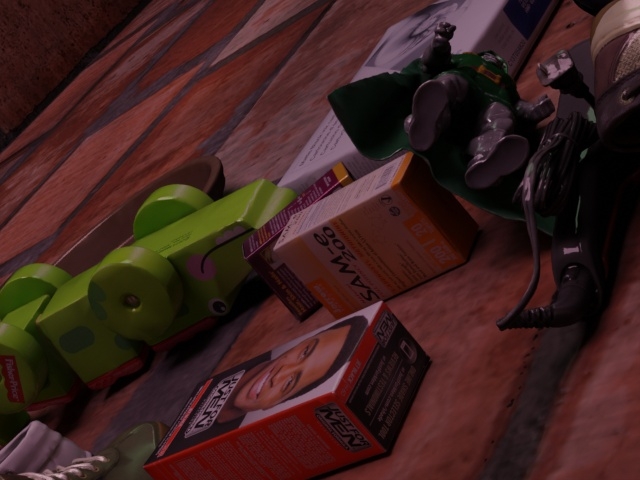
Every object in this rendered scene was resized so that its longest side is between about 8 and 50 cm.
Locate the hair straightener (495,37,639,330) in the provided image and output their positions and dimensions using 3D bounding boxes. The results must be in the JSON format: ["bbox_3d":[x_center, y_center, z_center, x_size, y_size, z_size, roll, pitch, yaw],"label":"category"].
[{"bbox_3d":[0.114,-0.042,0.650,0.047,0.089,0.230,-16,27,36],"label":"hair straightener"}]

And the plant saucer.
[{"bbox_3d":[-0.184,0.030,1.205,0.278,0.041,0.278,-37,17,13],"label":"plant saucer"}]

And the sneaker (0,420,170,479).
[{"bbox_3d":[-0.144,0.148,0.736,0.064,0.086,0.192,-27,21,39],"label":"sneaker"}]

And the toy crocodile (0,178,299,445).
[{"bbox_3d":[-0.153,0.055,0.994,0.341,0.105,0.115,-28,20,23],"label":"toy crocodile"}]

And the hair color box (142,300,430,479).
[{"bbox_3d":[-0.018,0.087,0.691,0.141,0.043,0.072,-26,21,38],"label":"hair color box"}]

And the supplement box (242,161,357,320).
[{"bbox_3d":[0.000,0.000,0.854,0.083,0.055,0.043,-39,15,5],"label":"supplement box"}]

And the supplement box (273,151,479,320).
[{"bbox_3d":[0.031,-0.001,0.775,0.098,0.062,0.036,-28,22,37],"label":"supplement box"}]

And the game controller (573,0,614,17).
[{"bbox_3d":[0.296,-0.245,0.851,0.319,0.067,0.166,-39,31,5],"label":"game controller"}]

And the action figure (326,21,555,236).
[{"bbox_3d":[0.086,-0.077,0.780,0.063,0.137,0.232,-54,3,18],"label":"action figure"}]

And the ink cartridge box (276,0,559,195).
[{"bbox_3d":[0.055,-0.105,1.014,0.224,0.045,0.223,-25,23,43],"label":"ink cartridge box"}]

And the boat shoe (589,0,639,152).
[{"bbox_3d":[0.216,-0.081,0.571,0.224,0.080,0.073,-10,62,38],"label":"boat shoe"}]

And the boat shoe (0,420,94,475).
[{"bbox_3d":[-0.229,0.181,0.853,0.226,0.076,0.083,-36,17,16],"label":"boat shoe"}]
